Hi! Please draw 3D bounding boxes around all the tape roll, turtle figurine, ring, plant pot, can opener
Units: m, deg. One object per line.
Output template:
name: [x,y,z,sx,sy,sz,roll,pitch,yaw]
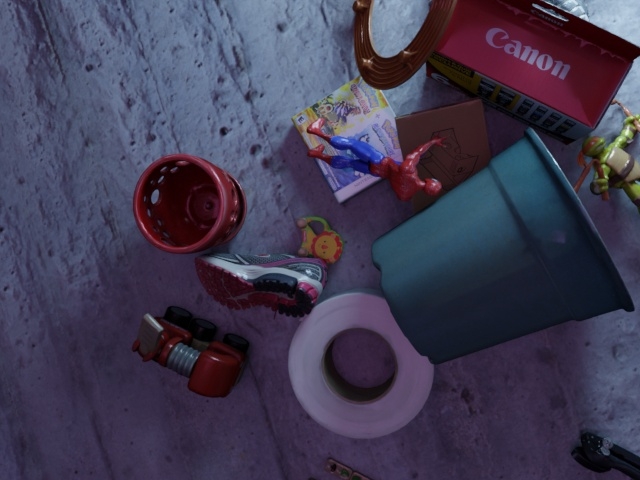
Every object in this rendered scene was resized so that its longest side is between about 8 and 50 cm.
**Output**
tape roll: [0.081,0.238,1.170,0.286,0.100,0.286,1,93,11]
turtle figurine: [0.541,-0.114,1.056,0.217,0.087,0.269,38,59,-1]
ring: [0.137,-0.436,1.039,0.032,0.336,0.337,7,94,-27]
plant pot: [-0.252,-0.072,1.184,0.191,0.174,0.191,1,93,10]
can opener: [0.576,0.420,1.112,0.186,0.073,0.059,21,57,6]
plant pot: [0.291,0.034,1.024,0.334,0.341,0.341,-28,87,19]

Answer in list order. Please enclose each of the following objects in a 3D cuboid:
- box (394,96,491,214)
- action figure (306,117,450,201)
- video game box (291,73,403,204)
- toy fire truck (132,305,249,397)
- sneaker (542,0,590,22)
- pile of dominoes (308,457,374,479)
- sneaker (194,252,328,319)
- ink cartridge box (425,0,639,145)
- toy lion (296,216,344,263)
box: [0.242,-0.157,1.125,0.164,0.021,0.201,-12,112,10]
action figure: [0.121,-0.159,1.086,0.280,0.139,0.091,32,142,32]
video game box: [0.070,-0.204,1.183,0.187,0.048,0.205,-30,87,8]
toy fire truck: [-0.270,0.218,1.161,0.217,0.246,0.158,24,97,9]
sneaker: [0.478,-0.446,1.081,0.132,0.086,0.229,-39,100,-11]
pile of dominoes: [0.071,0.588,1.215,0.251,0.040,0.196,25,96,10]
sneaker: [-0.125,0.077,1.204,0.299,0.112,0.121,10,131,24]
ink cartridge box: [0.344,-0.304,1.012,0.309,0.272,0.130,29,97,9]
toy lion: [0.000,0.000,1.214,0.096,0.034,0.100,-3,91,4]
